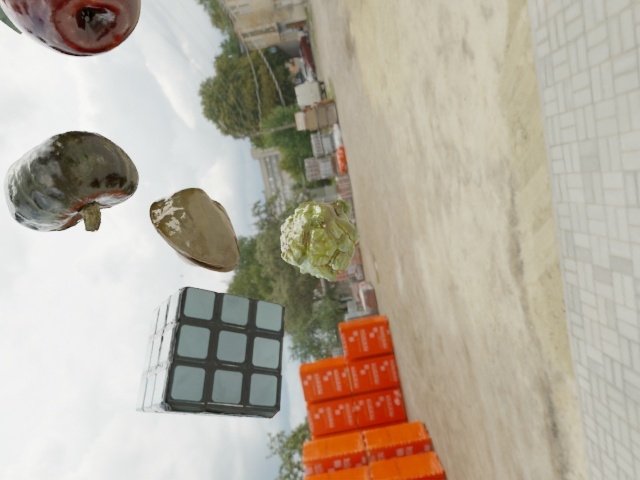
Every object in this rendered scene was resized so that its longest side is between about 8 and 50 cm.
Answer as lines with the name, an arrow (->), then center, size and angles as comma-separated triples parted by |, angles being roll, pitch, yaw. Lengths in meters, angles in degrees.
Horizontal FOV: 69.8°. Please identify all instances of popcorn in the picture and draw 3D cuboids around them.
popcorn -> -0.001, -0.002, 1.619 | 0.335, 0.279, 0.274 | -126, 37, -77

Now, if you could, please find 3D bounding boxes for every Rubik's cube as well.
Rubik's cube -> -0.158, 0.171, 0.664 | 0.162, 0.161, 0.163 | -33, 48, 50

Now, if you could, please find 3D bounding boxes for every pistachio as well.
pistachio -> -0.314, -0.023, 1.164 | 0.260, 0.213, 0.163 | 52, 133, 33

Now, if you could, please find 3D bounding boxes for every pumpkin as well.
pumpkin -> -0.611, -0.141, 1.153 | 0.242, 0.325, 0.232 | 61, 153, -9

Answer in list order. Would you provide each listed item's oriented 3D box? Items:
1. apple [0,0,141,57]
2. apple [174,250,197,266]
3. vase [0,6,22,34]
apple -> -0.418, -0.424, 0.757 | 0.201, 0.218, 0.218 | 62, 177, 17
apple -> -0.413, 0.001, 1.584 | 0.188, 0.174, 0.188 | 26, -121, -53
vase -> -0.754, -0.651, 1.186 | 0.096, 0.219, 0.096 | 40, 180, 0
